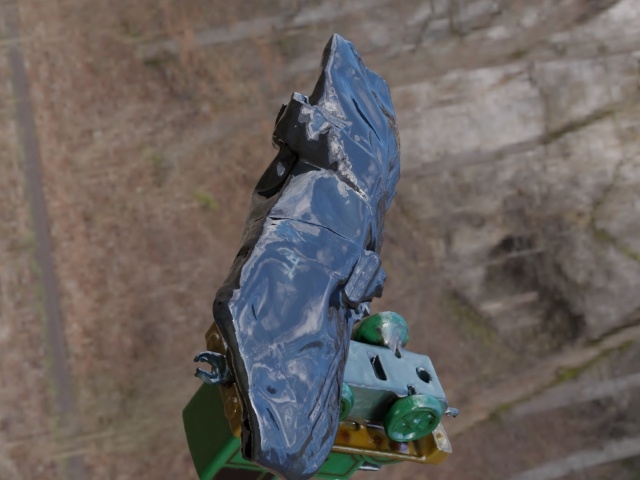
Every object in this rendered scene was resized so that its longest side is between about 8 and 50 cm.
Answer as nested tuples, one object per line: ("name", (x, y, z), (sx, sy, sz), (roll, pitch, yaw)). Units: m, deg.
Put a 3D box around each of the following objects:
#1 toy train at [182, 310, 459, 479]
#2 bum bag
("toy train", (-0.004, 0.118, 0.929), (0.136, 0.227, 0.091), (-49, -136, 30))
("bum bag", (0.000, 0.000, 0.797), (0.310, 0.074, 0.137), (-74, 146, -42))
